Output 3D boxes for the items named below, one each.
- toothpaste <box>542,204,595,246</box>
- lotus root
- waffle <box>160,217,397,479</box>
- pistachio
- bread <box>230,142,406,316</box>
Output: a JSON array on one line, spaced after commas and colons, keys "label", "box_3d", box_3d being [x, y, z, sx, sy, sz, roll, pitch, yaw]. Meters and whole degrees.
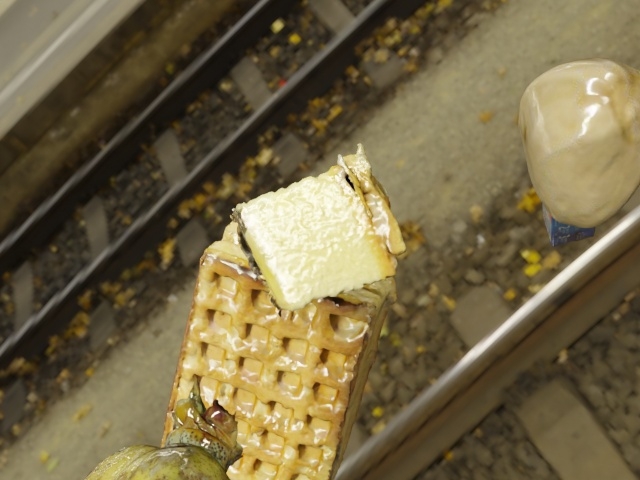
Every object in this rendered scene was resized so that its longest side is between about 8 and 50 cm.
[{"label": "toothpaste", "box_3d": [0.391, -0.065, 1.818, 0.076, 0.320, 0.066, -15, 72, 7]}, {"label": "lotus root", "box_3d": [-0.145, 0.249, 1.012, 0.154, 0.154, 0.278, -20, 29, 42]}, {"label": "waffle", "box_3d": [-0.051, 0.145, 1.310, 0.091, 0.212, 0.308, -60, -13, -57]}, {"label": "pistachio", "box_3d": [0.287, -0.102, 1.242, 0.153, 0.238, 0.138, 34, 69, 29]}, {"label": "bread", "box_3d": [0.000, 0.000, 1.117, 0.147, 0.127, 0.152, -22, -8, -8]}]
